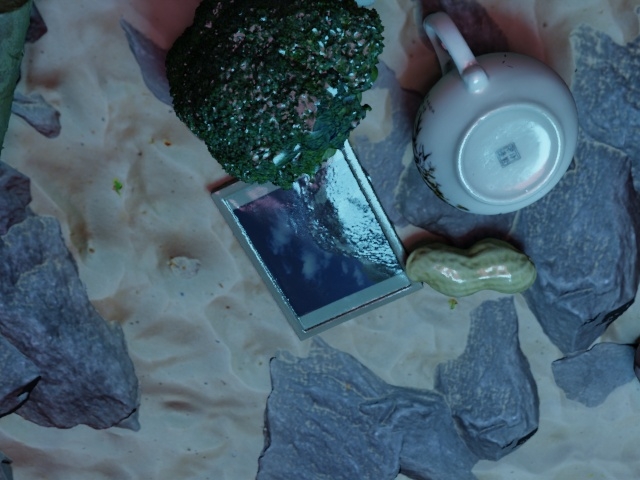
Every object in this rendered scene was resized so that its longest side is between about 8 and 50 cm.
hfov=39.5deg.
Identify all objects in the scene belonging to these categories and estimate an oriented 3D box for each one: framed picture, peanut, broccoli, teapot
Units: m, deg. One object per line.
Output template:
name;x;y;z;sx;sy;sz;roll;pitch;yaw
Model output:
framed picture;0.000;0.000;1.250;0.209;0.019;0.281;-26;118;10
peanut;0.212;0.038;1.257;0.187;0.082;0.082;-3;119;-2
broccoli;-0.045;-0.188;1.042;0.294;0.245;0.265;-17;86;30
teapot;0.212;-0.152;1.121;0.208;0.166;0.300;-21;111;16

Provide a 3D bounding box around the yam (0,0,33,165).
yam;-0.438;-0.189;1.037;0.161;0.161;0.268;16;117;-13

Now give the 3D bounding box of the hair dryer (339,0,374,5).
hair dryer;0.024;-0.347;1.052;0.082;0.047;0.137;-2;112;-4

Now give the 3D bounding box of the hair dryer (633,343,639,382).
hair dryer;0.665;0.175;1.359;0.352;0.125;0.210;-34;115;2
